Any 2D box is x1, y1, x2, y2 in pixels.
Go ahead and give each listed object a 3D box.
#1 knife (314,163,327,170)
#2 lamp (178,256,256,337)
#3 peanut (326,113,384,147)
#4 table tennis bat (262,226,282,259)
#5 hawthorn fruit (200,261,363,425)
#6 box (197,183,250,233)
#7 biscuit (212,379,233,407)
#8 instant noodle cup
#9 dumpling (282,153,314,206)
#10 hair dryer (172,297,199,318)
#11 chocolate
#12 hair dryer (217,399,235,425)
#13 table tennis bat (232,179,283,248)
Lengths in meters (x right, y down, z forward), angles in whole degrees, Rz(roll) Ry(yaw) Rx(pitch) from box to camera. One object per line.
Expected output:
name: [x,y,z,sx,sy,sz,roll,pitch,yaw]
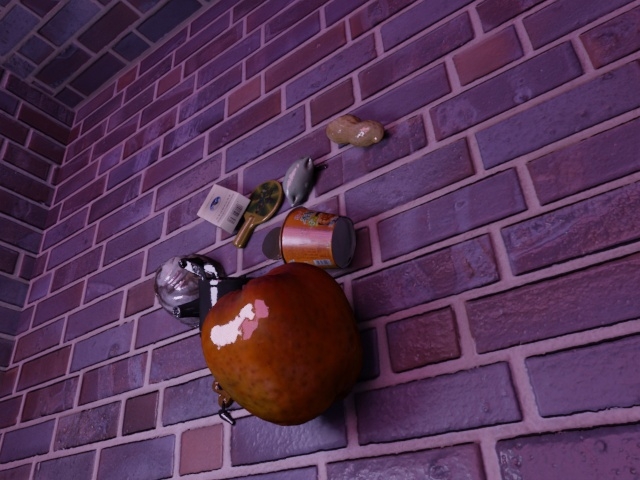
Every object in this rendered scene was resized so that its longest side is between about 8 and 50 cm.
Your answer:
knife: [-0.041,-0.277,2.058,0.170,0.010,0.023,-9,62,38]
lamp: [-0.336,0.240,1.832,0.374,0.205,0.272,18,90,5]
peanut: [0.126,-0.404,1.926,0.263,0.101,0.117,24,102,44]
table tennis bat: [-0.143,0.024,1.971,0.234,0.022,0.131,28,85,47]
hawthorn fruit: [-0.097,0.302,1.512,0.472,0.472,0.471,-19,56,31]
box: [-0.417,-0.139,2.227,0.256,0.069,0.164,23,82,53]
biscuit: [-0.291,0.471,1.834,0.236,0.039,0.180,-47,45,6]
instant noodle cup: [0.000,0.000,1.736,0.182,0.230,0.230,3,69,31]
dumpling: [-0.087,-0.229,2.021,0.105,0.149,0.216,16,82,4]
hair dryer: [-0.418,0.337,1.931,0.091,0.235,0.271,-23,79,38]
chocolate: [-0.552,0.177,2.090,0.303,0.213,0.303,-20,54,30]
hair dryer: [-0.322,0.582,1.776,0.079,0.031,0.083,23,125,37]
table tennis bat: [-0.259,-0.108,2.125,0.198,0.050,0.321,22,78,46]
